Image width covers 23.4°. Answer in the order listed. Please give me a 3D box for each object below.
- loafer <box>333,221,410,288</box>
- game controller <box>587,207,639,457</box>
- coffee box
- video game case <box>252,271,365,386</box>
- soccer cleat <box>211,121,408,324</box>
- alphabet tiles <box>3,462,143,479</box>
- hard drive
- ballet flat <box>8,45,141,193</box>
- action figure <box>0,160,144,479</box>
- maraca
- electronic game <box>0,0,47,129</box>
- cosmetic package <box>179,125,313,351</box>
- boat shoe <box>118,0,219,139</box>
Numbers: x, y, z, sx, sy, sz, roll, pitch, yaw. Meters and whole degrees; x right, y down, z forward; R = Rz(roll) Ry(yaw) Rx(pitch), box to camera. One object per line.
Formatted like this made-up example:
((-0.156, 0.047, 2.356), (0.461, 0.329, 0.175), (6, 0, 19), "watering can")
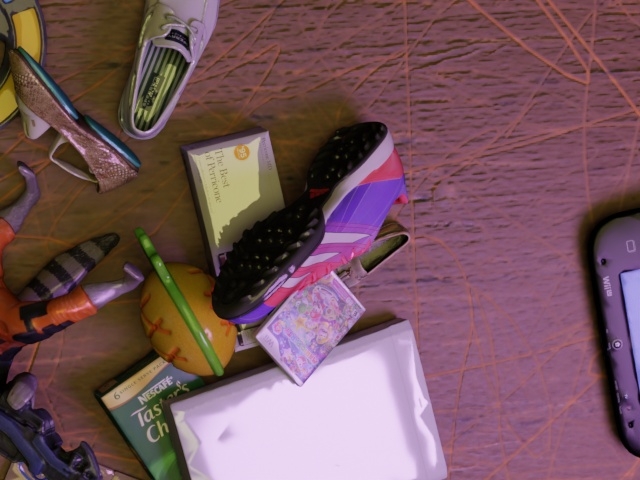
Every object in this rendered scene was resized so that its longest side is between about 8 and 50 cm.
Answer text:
((0.051, 0.021, 1.811), (0.125, 0.039, 0.045), (-35, 105, -7), "loafer")
((0.427, 0.111, 1.905), (0.166, 0.067, 0.319), (-14, 101, -12), "game controller")
((-0.166, 0.219, 1.781), (0.113, 0.040, 0.184), (-34, 105, -15), "coffee box")
((-0.012, 0.093, 1.761), (0.122, 0.011, 0.087), (-49, 116, -19), "video game case")
((0.000, 0.000, 1.709), (0.318, 0.109, 0.116), (-51, 126, -36), "soccer cleat")
((-0.296, 0.396, 1.798), (0.342, 0.011, 0.285), (23, 92, -16), "alphabet tiles")
((-0.013, 0.233, 1.800), (0.307, 0.040, 0.203), (-18, 101, -21), "hard drive")
((-0.280, -0.121, 1.675), (0.067, 0.073, 0.206), (-41, 121, 4), "ballet flat")
((-0.323, 0.133, 1.672), (0.341, 0.178, 0.330), (40, 92, 9), "action figure")
((-0.155, 0.069, 1.701), (0.099, 0.127, 0.185), (-31, 105, -10), "maraca")
((-0.409, -0.213, 1.659), (0.229, 0.048, 0.229), (-2, 99, -14), "electronic game")
((-0.083, -0.002, 1.765), (0.099, 0.060, 0.239), (-16, 102, -12), "cosmetic package")
((-0.160, -0.217, 1.705), (0.083, 0.076, 0.226), (14, 95, -16), "boat shoe")
